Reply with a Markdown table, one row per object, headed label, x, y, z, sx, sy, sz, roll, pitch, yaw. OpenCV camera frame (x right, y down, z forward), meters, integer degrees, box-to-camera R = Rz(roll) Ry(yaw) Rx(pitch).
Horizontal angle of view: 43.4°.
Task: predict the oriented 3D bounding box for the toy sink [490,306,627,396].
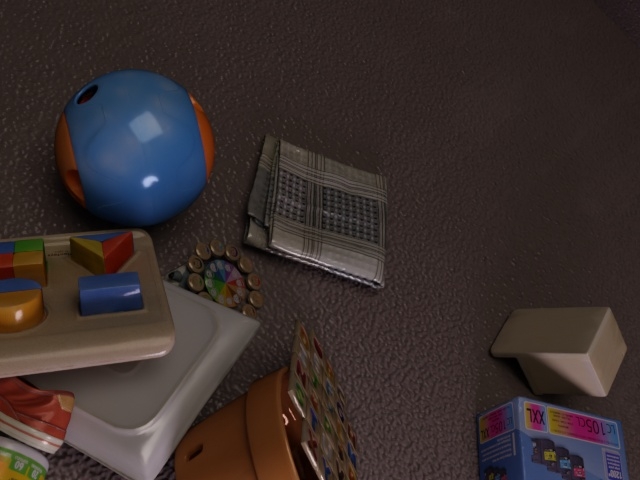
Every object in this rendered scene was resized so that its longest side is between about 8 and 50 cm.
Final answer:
| label | x | y | z | sx | sy | sz | roll | pitch | yaw |
| --- | --- | --- | --- | --- | --- | --- | --- | --- | --- |
| toy sink | 0.519 | 0.244 | 1.756 | 0.153 | 0.234 | 0.131 | -49 | 119 | -39 |

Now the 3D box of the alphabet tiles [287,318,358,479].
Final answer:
| label | x | y | z | sx | sy | sz | roll | pitch | yaw |
| --- | --- | --- | --- | --- | --- | --- | --- | --- | --- |
| alphabet tiles | 0.010 | 0.305 | 1.390 | 0.342 | 0.011 | 0.285 | -86 | 154 | -67 |

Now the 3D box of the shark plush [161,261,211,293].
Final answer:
| label | x | y | z | sx | sy | sz | roll | pitch | yaw |
| --- | --- | --- | --- | --- | --- | --- | --- | --- | --- |
| shark plush | -0.258 | 0.080 | 1.547 | 0.161 | 0.073 | 0.067 | -35 | 101 | -57 |

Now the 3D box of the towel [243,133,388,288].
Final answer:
| label | x | y | z | sx | sy | sz | roll | pitch | yaw |
| --- | --- | --- | --- | --- | --- | --- | --- | --- | --- |
| towel | 0.002 | -0.073 | 1.734 | 0.324 | 0.056 | 0.312 | 18 | 52 | -16 |

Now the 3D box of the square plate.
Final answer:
| label | x | y | z | sx | sy | sz | roll | pitch | yaw |
| --- | --- | --- | --- | --- | --- | --- | --- | --- | --- |
| square plate | -0.332 | 0.186 | 1.348 | 0.344 | 0.049 | 0.347 | 23 | 52 | 16 |

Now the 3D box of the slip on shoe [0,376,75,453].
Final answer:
| label | x | y | z | sx | sy | sz | roll | pitch | yaw |
| --- | --- | --- | --- | --- | --- | --- | --- | --- | --- |
| slip on shoe | -0.522 | 0.212 | 1.239 | 0.331 | 0.123 | 0.101 | 24 | 73 | 12 |

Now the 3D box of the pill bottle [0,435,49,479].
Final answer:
| label | x | y | z | sx | sy | sz | roll | pitch | yaw |
| --- | --- | --- | --- | --- | --- | --- | --- | --- | --- |
| pill bottle | -0.500 | 0.416 | 1.156 | 0.136 | 0.136 | 0.246 | 23 | 55 | -13 |

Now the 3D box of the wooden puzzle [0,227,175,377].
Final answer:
| label | x | y | z | sx | sy | sz | roll | pitch | yaw |
| --- | --- | --- | --- | --- | --- | --- | --- | --- | --- |
| wooden puzzle | -0.418 | 0.072 | 1.308 | 0.322 | 0.080 | 0.348 | -5 | 32 | -16 |

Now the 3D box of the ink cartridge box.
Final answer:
| label | x | y | z | sx | sy | sz | roll | pitch | yaw |
| --- | --- | --- | --- | --- | --- | --- | --- | --- | --- |
| ink cartridge box | 0.463 | 0.534 | 1.567 | 0.270 | 0.151 | 0.395 | 15 | 58 | -18 |

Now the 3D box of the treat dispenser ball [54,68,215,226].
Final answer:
| label | x | y | z | sx | sy | sz | roll | pitch | yaw |
| --- | --- | --- | --- | --- | --- | --- | --- | --- | --- |
| treat dispenser ball | -0.340 | -0.169 | 1.482 | 0.288 | 0.288 | 0.288 | 12 | 58 | -20 |

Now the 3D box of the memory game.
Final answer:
| label | x | y | z | sx | sy | sz | roll | pitch | yaw |
| --- | --- | --- | --- | --- | --- | --- | --- | --- | --- |
| memory game | -0.181 | 0.082 | 1.553 | 0.186 | 0.012 | 0.186 | 28 | 47 | -34 |

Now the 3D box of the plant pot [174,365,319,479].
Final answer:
| label | x | y | z | sx | sy | sz | roll | pitch | yaw |
| --- | --- | --- | --- | --- | --- | --- | --- | --- | --- |
| plant pot | -0.100 | 0.372 | 1.295 | 0.203 | 0.291 | 0.291 | -20 | 67 | 9 |
